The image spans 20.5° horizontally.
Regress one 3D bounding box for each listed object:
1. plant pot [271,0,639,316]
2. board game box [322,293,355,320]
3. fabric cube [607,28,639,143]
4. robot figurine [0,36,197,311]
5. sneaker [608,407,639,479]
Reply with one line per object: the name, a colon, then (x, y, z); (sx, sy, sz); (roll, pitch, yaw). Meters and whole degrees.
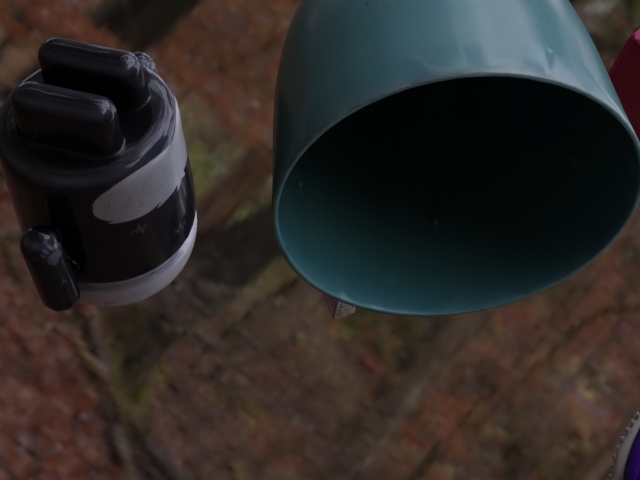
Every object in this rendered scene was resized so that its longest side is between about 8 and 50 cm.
plant pot: (0.095, -0.117, 1.449); (0.293, 0.293, 0.235); (40, 31, -42)
board game box: (0.000, 0.000, 1.917); (0.103, 0.026, 0.154); (101, -32, -72)
fabric cube: (0.496, -0.153, 2.076); (0.258, 0.254, 0.259); (48, -19, 12)
robot figurine: (-0.209, -0.061, 1.654); (0.173, 0.209, 0.278); (50, -20, 33)
sneaker: (0.416, 0.324, 2.130); (0.146, 0.293, 0.102); (17, 16, 19)
